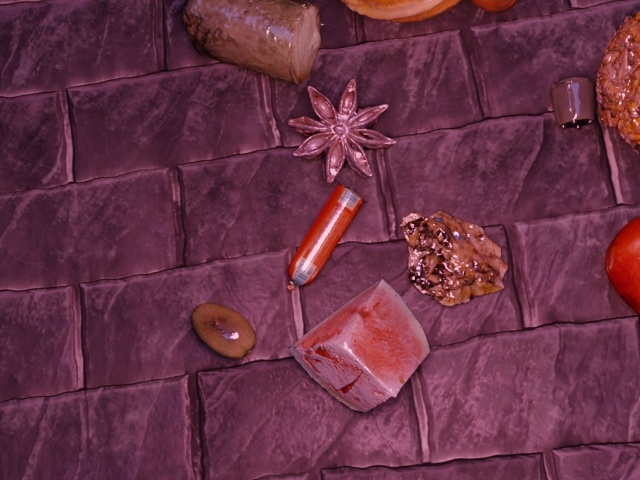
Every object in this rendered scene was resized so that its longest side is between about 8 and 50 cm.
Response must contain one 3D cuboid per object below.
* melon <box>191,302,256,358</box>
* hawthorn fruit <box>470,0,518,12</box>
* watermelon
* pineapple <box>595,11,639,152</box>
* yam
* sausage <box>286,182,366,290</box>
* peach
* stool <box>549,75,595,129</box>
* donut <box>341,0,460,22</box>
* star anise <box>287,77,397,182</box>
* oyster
[{"bbox_3d":[-0.216,0.197,1.557,0.162,0.099,0.099,34,84,14],"label":"melon"},{"bbox_3d":[0.403,-0.613,1.647,0.149,0.149,0.189,-33,38,-1],"label":"hawthorn fruit"},{"bbox_3d":[0.096,0.217,1.470,0.262,0.201,0.213,-42,86,-7],"label":"watermelon"},{"bbox_3d":[0.750,-0.342,1.450,0.300,0.352,0.352,7,80,-2],"label":"pineapple"},{"bbox_3d":[-0.158,-0.495,1.640,0.300,0.195,0.195,19,82,8],"label":"yam"},{"bbox_3d":[0.000,0.000,1.584,0.083,0.083,0.263,32,85,11],"label":"sausage"},{"bbox_3d":[0.705,0.057,1.441,0.244,0.199,0.243,0,92,9],"label":"peach"},{"bbox_3d":[0.568,-0.307,1.579,0.096,0.096,0.110,-6,82,5],"label":"stool"},{"bbox_3d":[0.219,-0.684,1.582,0.449,0.198,0.448,-14,61,26],"label":"donut"},{"bbox_3d":[0.044,-0.250,1.615,0.236,0.109,0.223,37,92,-6],"label":"star anise"},{"bbox_3d":[0.297,0.033,1.549,0.223,0.083,0.214,-10,81,-3],"label":"oyster"}]
